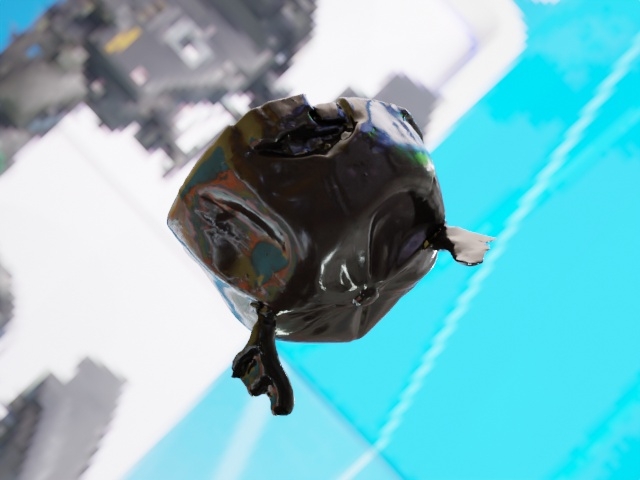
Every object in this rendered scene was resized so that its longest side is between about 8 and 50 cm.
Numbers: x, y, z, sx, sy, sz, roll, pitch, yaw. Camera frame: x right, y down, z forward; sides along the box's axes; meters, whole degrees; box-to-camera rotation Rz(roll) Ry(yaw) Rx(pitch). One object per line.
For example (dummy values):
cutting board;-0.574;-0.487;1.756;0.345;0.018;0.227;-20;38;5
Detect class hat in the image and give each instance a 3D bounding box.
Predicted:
hat;0.008;0.028;1.677;0.238;0.209;0.336;-22;163;-12
